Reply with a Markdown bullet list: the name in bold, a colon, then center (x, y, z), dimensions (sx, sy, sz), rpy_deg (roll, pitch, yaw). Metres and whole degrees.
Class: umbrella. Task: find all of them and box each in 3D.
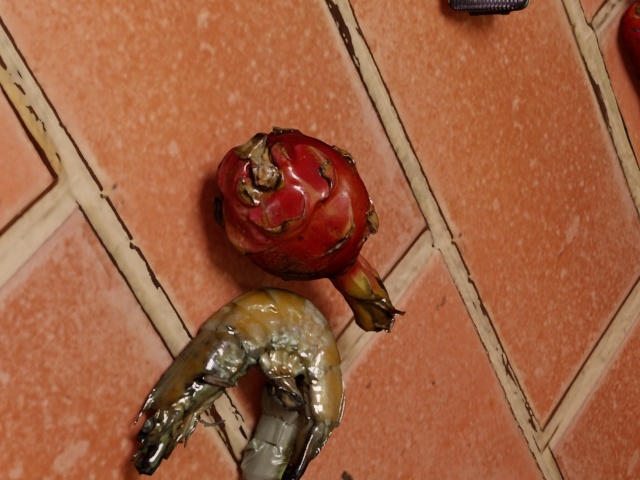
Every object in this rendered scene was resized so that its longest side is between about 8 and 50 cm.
- **umbrella**: center (-0.026, 0.157, 1.285), dimensions (0.067, 0.062, 0.143), rpy_deg (27, 79, -13)

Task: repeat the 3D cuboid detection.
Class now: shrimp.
- **shrimp**: center (-0.061, 0.138, 1.216), dimensions (0.150, 0.051, 0.217), rpy_deg (48, 62, -7)

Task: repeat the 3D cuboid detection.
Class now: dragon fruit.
- **dragon fruit**: center (0.000, 0.000, 1.240), dimensions (0.246, 0.125, 0.125), rpy_deg (49, 31, -31)

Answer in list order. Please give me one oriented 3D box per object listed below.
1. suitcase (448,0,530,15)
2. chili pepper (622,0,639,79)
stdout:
- **suitcase**: center (0.166, -0.286, 1.428), dimensions (0.059, 0.086, 0.126), rpy_deg (-30, 120, -72)
- **chili pepper**: center (0.435, -0.198, 1.737), dimensions (0.110, 0.110, 0.387), rpy_deg (-56, 137, -28)
